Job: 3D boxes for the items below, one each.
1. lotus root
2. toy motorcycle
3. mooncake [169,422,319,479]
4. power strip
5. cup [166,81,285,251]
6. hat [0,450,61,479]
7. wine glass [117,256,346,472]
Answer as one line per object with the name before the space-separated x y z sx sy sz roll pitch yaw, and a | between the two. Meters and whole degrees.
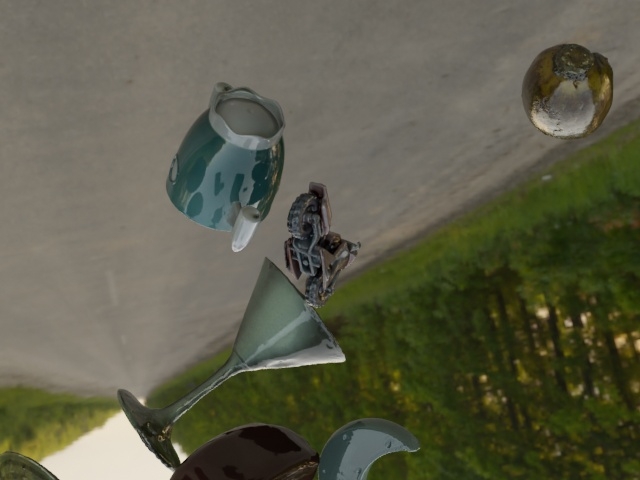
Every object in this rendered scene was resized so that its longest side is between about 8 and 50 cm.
lotus root | 0.329 -0.194 1.175 0.120 0.120 0.209 -14 164 9
toy motorcycle | 0.000 0.000 1.294 0.084 0.212 0.118 19 -128 28
mooncake | -0.148 0.474 1.564 0.334 0.174 0.325 -46 146 -21
power strip | 0.075 0.440 1.645 0.168 0.253 0.054 29 -158 17
cup | -0.126 -0.127 1.290 0.168 0.299 0.173 5 137 -24
hat | -0.511 0.494 1.509 0.252 0.252 0.110 -20 -164 43
wine glass | -0.180 0.255 1.735 0.406 0.267 0.267 -38 175 -5
